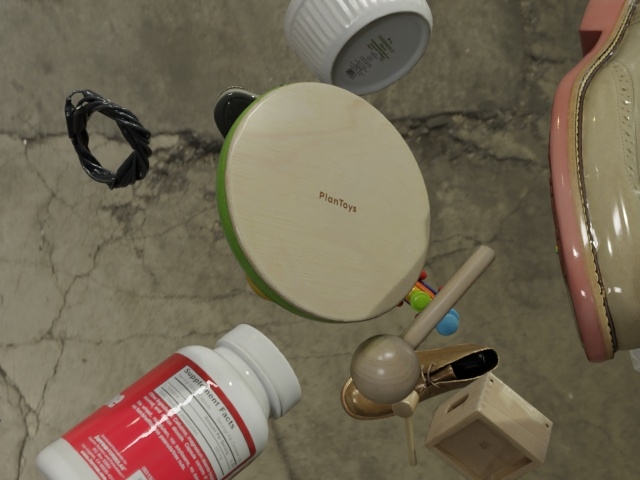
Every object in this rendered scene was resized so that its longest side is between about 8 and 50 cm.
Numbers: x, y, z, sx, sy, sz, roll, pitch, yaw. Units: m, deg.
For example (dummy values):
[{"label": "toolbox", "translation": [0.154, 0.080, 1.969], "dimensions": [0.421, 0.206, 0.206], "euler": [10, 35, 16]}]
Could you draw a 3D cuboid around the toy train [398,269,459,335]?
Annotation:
[{"label": "toy train", "translation": [0.204, 0.116, 2.008], "dimensions": [0.248, 0.143, 0.105], "euler": [38, 97, -16]}]

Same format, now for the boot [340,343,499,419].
[{"label": "boot", "translation": [0.185, 0.248, 1.630], "dimensions": [0.305, 0.115, 0.112], "euler": [-15, 82, -17]}]

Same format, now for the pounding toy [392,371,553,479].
[{"label": "pounding toy", "translation": [0.203, 0.271, 1.324], "dimensions": [0.206, 0.181, 0.094], "euler": [39, 41, -6]}]

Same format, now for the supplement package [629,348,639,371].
[{"label": "supplement package", "translation": [0.521, 0.050, 1.035], "dimensions": [0.293, 0.177, 0.175], "euler": [-22, 110, -14]}]

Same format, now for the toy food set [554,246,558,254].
[{"label": "toy food set", "translation": [0.494, 0.028, 1.707], "dimensions": [0.083, 0.020, 0.082], "euler": [-10, 56, -24]}]

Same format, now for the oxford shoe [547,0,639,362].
[{"label": "oxford shoe", "translation": [0.225, -0.069, 0.568], "dimensions": [0.123, 0.130, 0.348], "euler": [65, 35, -39]}]

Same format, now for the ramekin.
[{"label": "ramekin", "translation": [0.063, -0.302, 1.278], "dimensions": [0.207, 0.207, 0.109], "euler": [-18, 62, -22]}]

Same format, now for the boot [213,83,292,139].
[{"label": "boot", "translation": [-0.061, -0.168, 1.251], "dimensions": [0.236, 0.085, 0.178], "euler": [31, 25, -33]}]

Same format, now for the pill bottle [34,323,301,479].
[{"label": "pill bottle", "translation": [-0.237, 0.322, 1.468], "dimensions": [0.408, 0.229, 0.229], "euler": [-36, 87, -27]}]

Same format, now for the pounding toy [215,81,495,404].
[{"label": "pounding toy", "translation": [0.000, 0.000, 0.697], "dimensions": [0.237, 0.110, 0.183], "euler": [47, 55, -16]}]

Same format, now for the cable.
[{"label": "cable", "translation": [-0.340, -0.157, 1.449], "dimensions": [0.151, 0.184, 0.047], "euler": [16, 44, 11]}]
